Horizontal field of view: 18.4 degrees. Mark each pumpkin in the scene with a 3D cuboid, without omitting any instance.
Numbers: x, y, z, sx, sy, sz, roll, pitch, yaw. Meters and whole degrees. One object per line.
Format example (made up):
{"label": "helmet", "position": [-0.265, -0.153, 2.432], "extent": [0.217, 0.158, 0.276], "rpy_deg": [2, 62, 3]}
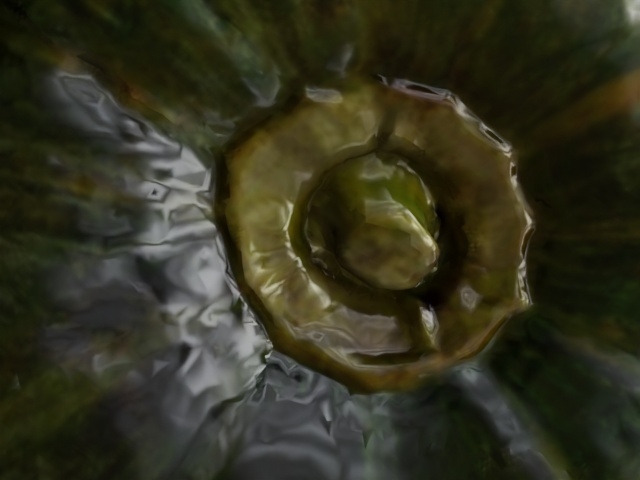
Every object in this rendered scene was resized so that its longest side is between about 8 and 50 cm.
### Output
{"label": "pumpkin", "position": [-0.001, 0.000, 0.463], "extent": [0.260, 0.260, 0.189], "rpy_deg": [62, -3, -4]}
